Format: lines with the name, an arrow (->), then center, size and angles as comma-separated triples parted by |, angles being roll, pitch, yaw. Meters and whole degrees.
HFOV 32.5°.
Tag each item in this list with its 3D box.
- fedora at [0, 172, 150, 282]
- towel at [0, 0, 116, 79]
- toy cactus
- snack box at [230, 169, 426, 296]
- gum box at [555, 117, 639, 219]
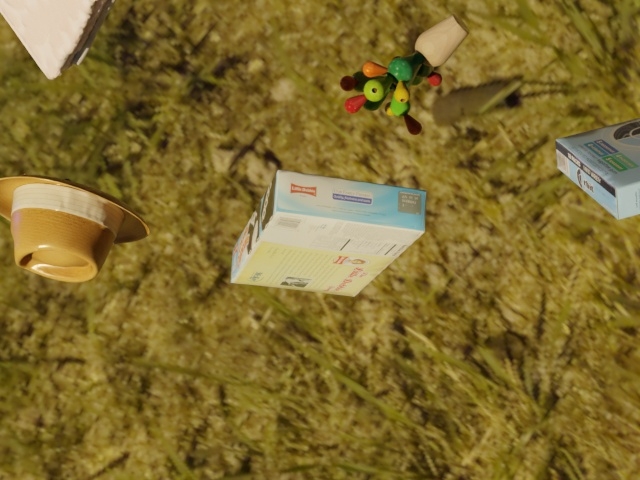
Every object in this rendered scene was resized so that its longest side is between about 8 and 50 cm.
fedora -> -0.284, -0.005, 1.201 | 0.194, 0.194, 0.079 | -2, 66, 35
towel -> -0.265, -0.343, 0.947 | 0.053, 0.317, 0.332 | -36, 0, -35
toy cactus -> 0.128, -0.227, 1.487 | 0.180, 0.219, 0.112 | -40, 77, 26
snack box -> 0.000, 0.000, 1.443 | 0.322, 0.187, 0.060 | 130, 146, -67
gum box -> 0.377, -0.091, 1.213 | 0.184, 0.041, 0.157 | -15, 27, -7
